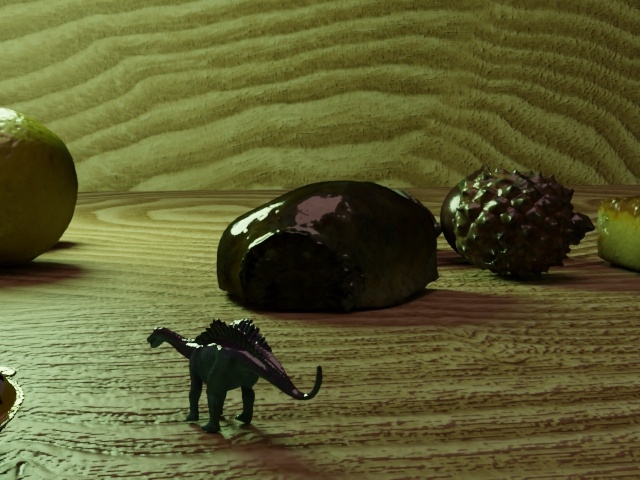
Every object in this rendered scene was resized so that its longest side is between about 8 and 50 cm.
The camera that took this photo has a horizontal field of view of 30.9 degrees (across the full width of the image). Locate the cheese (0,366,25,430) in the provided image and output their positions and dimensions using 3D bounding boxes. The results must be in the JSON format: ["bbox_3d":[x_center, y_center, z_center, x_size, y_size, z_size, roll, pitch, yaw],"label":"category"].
[{"bbox_3d":[-0.279,0.121,0.706,0.157,0.064,0.250,2,19,23],"label":"cheese"}]

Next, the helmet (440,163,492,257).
[{"bbox_3d":[0.243,-0.022,1.781,0.106,0.155,0.175,-27,36,-1],"label":"helmet"}]

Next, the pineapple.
[{"bbox_3d":[0.285,-0.022,1.610,0.193,0.166,0.166,1,6,23],"label":"pineapple"}]

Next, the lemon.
[{"bbox_3d":[-0.488,-0.077,1.729,0.267,0.267,0.267,0,6,0],"label":"lemon"}]

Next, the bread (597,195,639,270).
[{"bbox_3d":[0.533,-0.007,1.654,0.185,0.114,0.275,-2,8,-11],"label":"bread"}]

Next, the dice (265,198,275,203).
[{"bbox_3d":[-0.043,-0.019,1.837,0.091,0.093,0.094,-1,5,-4],"label":"dice"}]

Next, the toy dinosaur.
[{"bbox_3d":[-0.069,0.096,0.848,0.045,0.080,0.197,-2,6,-43],"label":"toy dinosaur"}]

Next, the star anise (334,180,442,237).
[{"bbox_3d":[0.095,-0.036,1.846,0.198,0.110,0.257,17,7,8],"label":"star anise"}]

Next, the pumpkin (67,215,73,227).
[{"bbox_3d":[-0.557,-0.082,1.989,0.260,0.189,0.260,0,8,0],"label":"pumpkin"}]

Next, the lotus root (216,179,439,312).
[{"bbox_3d":[-0.016,0.001,1.445,0.267,0.149,0.260,-1,5,22],"label":"lotus root"}]
